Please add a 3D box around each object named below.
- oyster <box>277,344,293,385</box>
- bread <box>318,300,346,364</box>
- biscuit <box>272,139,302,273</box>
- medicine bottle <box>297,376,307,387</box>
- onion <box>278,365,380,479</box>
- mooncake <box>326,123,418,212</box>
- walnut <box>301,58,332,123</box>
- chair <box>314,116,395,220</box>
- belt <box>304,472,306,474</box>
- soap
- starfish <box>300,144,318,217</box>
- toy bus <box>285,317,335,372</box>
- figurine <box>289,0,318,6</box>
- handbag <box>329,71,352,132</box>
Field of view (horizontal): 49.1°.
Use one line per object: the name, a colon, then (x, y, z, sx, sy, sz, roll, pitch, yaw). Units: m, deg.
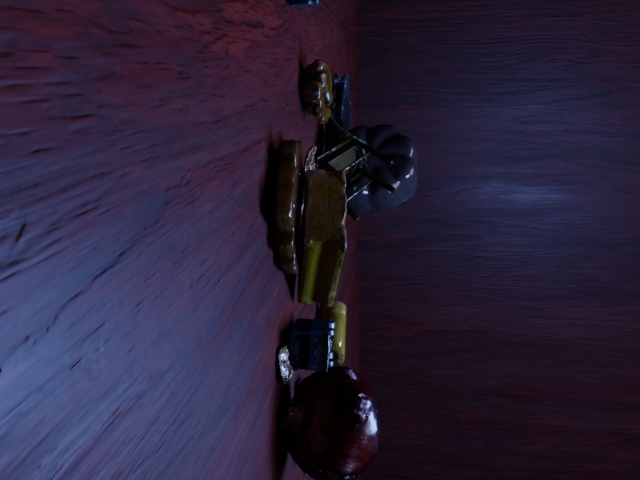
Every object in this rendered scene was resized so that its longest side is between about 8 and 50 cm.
oyster: (-0.078, 0.259, 1.444, 0.054, 0.019, 0.083, -18, 101, -63)
bread: (0.031, 0.268, 2.036, 0.134, 0.085, 0.173, 86, 6, -53)
biscuit: (-0.066, -0.054, 1.410, 0.278, 0.043, 0.301, -84, 175, -61)
medicine bottle: (-0.006, 0.429, 1.696, 0.103, 0.103, 0.186, 4, 88, -83)
onion: (0.011, 0.393, 1.495, 0.219, 0.252, 0.252, 16, 64, -36)
mooncake: (0.165, -0.232, 2.220, 0.154, 0.306, 0.305, 70, 22, -68)
walnut: (-0.009, -0.370, 1.737, 0.170, 0.069, 0.142, 68, 25, -68)
chair: (0.052, -0.227, 2.017, 0.186, 0.319, 0.160, -37, 146, -19)
belt: (-0.006, 0.544, 1.890, 0.179, 0.100, 0.065, -108, -168, -61)
soap: (0.000, 0.000, 1.539, 0.315, 0.091, 0.199, 98, -7, -63)
starfish: (-0.026, -0.118, 1.741, 0.240, 0.043, 0.227, -72, 161, -58)
toy bus: (-0.021, 0.228, 1.546, 0.184, 0.106, 0.090, -56, 150, -86)
figurine: (-0.044, -0.538, 1.480, 0.140, 0.068, 0.075, 0, 94, -76)
handbag: (0.067, -0.436, 2.345, 0.179, 0.062, 0.229, 82, 11, -50)
